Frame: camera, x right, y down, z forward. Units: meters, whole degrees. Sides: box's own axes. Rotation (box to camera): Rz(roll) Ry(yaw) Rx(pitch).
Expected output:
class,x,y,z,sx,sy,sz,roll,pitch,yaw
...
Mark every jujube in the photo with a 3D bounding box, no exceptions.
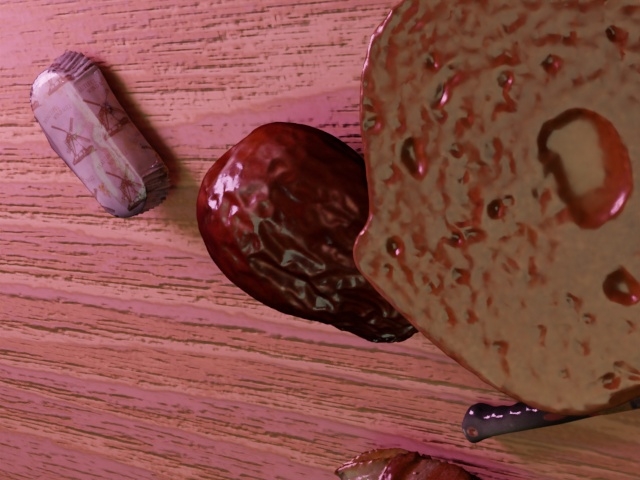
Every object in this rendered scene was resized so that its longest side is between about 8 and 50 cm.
class,x,y,z,sx,sy,sz,roll,pitch,yaw
jujube,0.000,0.000,1.039,0.236,0.168,0.168,39,137,-9

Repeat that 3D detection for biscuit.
class,x,y,z,sx,sy,sz,roll,pitch,yaw
biscuit,0.212,-0.064,0.798,0.455,0.078,0.349,-29,84,32

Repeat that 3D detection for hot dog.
class,x,y,z,sx,sy,sz,roll,pitch,yaw
hot dog,-0.237,-0.109,1.220,0.108,0.059,0.191,-35,89,33
hot dog,0.115,0.274,1.157,0.213,0.103,0.146,30,154,34

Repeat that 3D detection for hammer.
class,x,y,z,sx,sy,sz,roll,pitch,yaw
hammer,0.238,0.144,1.012,0.288,0.033,0.111,-19,103,45
